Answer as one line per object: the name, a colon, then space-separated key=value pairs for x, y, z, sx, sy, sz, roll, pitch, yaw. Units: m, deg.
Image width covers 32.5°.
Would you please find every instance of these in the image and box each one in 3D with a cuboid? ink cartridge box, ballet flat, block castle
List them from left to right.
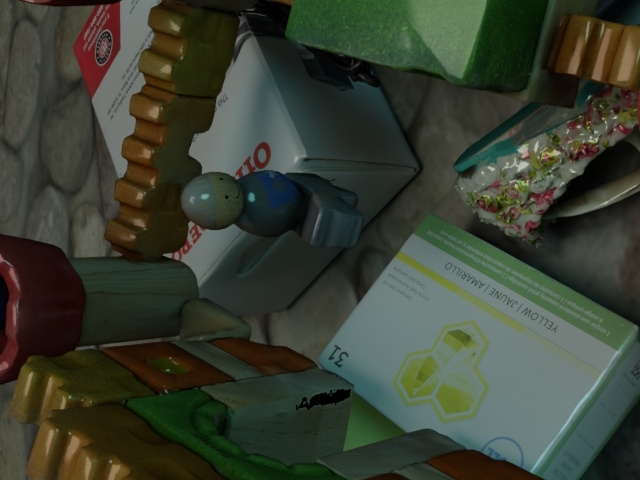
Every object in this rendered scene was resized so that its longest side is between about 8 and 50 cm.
ink cartridge box: x=-0.068 y=-0.103 z=0.831 sx=0.197 sy=0.114 sz=0.273 roll=-47 pitch=55 yaw=39
block castle: x=0.000 y=0.000 z=0.502 sx=0.453 sy=0.212 sz=0.303 roll=23 pitch=105 yaw=35
ink cartridge box: x=0.061 y=0.117 z=0.642 sx=0.235 sy=0.056 sz=0.171 roll=-52 pitch=45 yaw=-5
ballet flat: x=0.168 y=-0.071 z=0.586 sx=0.077 sy=0.091 sz=0.241 roll=48 pitch=139 yaw=-2

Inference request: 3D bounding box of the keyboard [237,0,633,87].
keyboard: x=0.046 y=-0.183 z=0.674 sx=0.201 sy=0.033 sz=0.317 roll=-45 pitch=48 yaw=-4
